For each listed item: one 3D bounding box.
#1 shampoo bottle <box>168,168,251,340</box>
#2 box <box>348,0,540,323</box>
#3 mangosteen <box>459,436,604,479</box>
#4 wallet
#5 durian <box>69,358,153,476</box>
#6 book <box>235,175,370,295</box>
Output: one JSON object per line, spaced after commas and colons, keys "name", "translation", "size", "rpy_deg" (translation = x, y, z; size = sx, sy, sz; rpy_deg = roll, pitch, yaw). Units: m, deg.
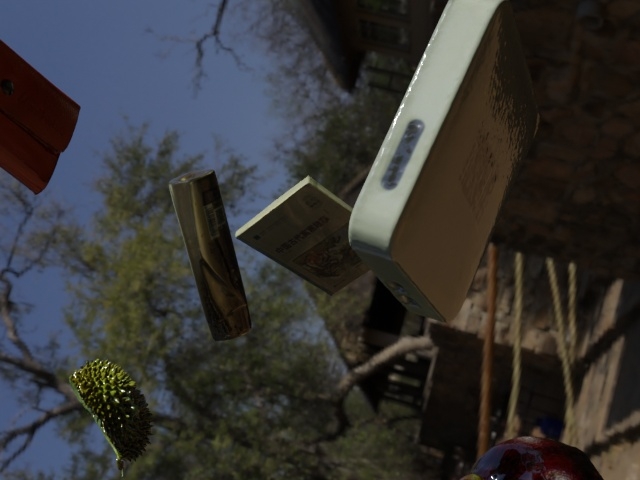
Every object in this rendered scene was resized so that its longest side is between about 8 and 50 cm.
{"name": "shampoo bottle", "translation": [-0.220, 0.034, 1.875], "size": [0.125, 0.084, 0.350], "rpy_deg": [-41, -60, -61]}
{"name": "box", "translation": [0.178, -0.097, 1.243], "size": [0.367, 0.090, 0.373], "rpy_deg": [-64, -26, -11]}
{"name": "mangosteen", "translation": [0.369, 0.484, 1.614], "size": [0.297, 0.293, 0.297], "rpy_deg": [-47, 20, 23]}
{"name": "wallet", "translation": [-0.380, -0.166, 1.075], "size": [0.204, 0.045, 0.142], "rpy_deg": [44, -134, -41]}
{"name": "durian", "translation": [-0.369, 0.316, 1.719], "size": [0.137, 0.095, 0.221], "rpy_deg": [-41, -63, -46]}
{"name": "book", "translation": [0.000, 0.000, 1.842], "size": [0.215, 0.282, 0.025], "rpy_deg": [-37, 39, 29]}
